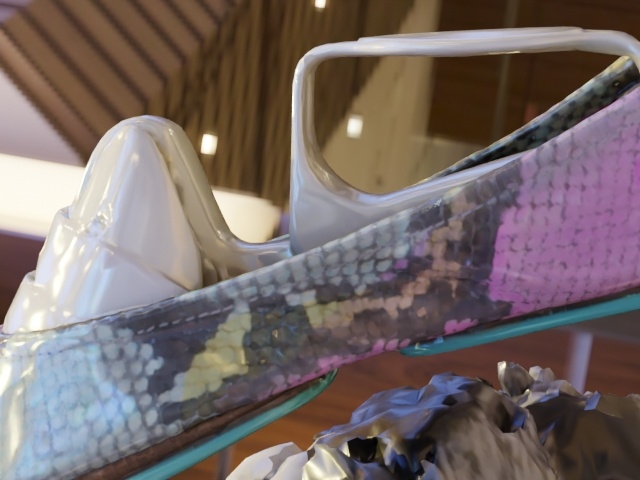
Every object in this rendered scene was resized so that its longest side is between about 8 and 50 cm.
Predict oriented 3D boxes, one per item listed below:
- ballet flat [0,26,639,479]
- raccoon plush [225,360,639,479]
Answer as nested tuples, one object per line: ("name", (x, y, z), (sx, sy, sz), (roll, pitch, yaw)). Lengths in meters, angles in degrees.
("ballet flat", (0.000, 0.000, 0.352), (0.077, 0.221, 0.079), (-69, -42, -78))
("raccoon plush", (-0.022, 0.228, 0.433), (0.299, 0.216, 0.446), (-37, 19, 39))
